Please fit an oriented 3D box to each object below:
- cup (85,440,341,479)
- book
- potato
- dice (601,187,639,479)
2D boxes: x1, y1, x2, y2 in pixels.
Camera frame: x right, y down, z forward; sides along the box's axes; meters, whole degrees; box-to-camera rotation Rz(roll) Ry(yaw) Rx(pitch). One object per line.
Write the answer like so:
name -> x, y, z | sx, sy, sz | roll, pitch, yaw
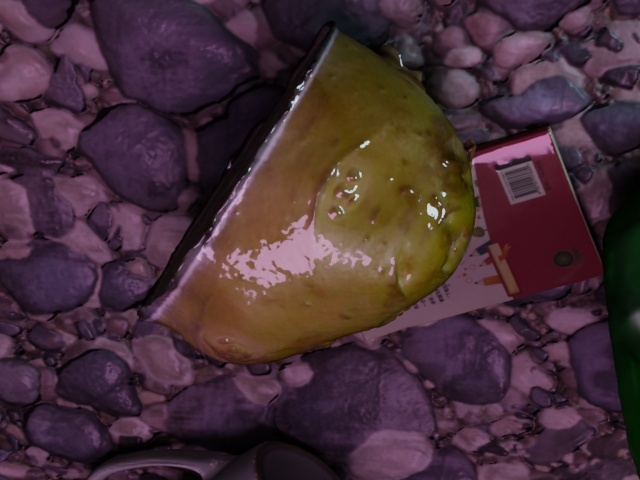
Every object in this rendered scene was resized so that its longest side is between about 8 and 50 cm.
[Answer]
cup -> -0.109, 0.290, 1.806 | 0.258, 0.186, 0.234 | 43, 115, 5
book -> 0.116, -0.003, 1.628 | 0.232, 0.022, 0.162 | -16, 123, 17
potato -> 0.000, 0.000, 1.492 | 0.196, 0.246, 0.299 | 35, 120, -6
dice -> 0.398, 0.098, 1.516 | 0.297, 0.300, 0.287 | -10, 130, 11
